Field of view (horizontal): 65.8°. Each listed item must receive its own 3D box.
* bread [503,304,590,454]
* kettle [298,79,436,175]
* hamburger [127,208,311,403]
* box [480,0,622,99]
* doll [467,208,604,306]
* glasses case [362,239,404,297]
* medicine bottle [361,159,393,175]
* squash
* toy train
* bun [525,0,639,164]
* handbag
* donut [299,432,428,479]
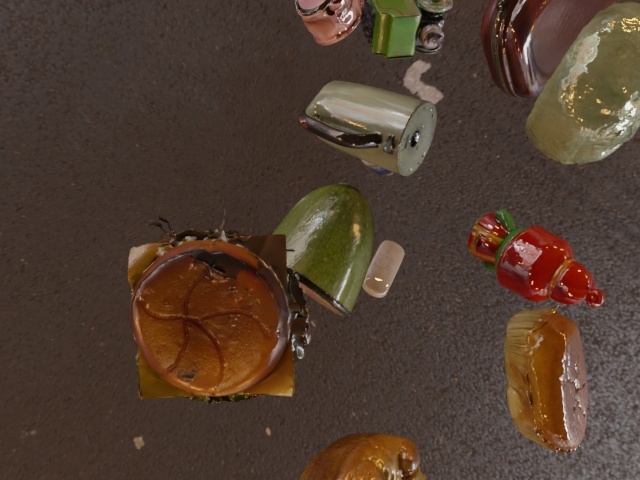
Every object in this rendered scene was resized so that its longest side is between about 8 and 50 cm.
[{"bbox_3d":[0.616,0.380,1.334,0.236,0.183,0.388,-23,101,-28],"label":"bread"},{"bbox_3d":[0.094,-0.256,1.091,0.255,0.240,0.165,28,126,27],"label":"kettle"},{"bbox_3d":[-0.131,0.089,0.646,0.244,0.138,0.261,0,98,6],"label":"hamburger"},{"bbox_3d":[0.475,-0.476,0.977,0.404,0.108,0.263,-49,138,-5],"label":"box"},{"bbox_3d":[0.529,0.057,1.234,0.160,0.363,0.182,-14,126,-37],"label":"doll"},{"bbox_3d":[0.207,0.089,1.616,0.092,0.059,0.233,31,50,4],"label":"glasses case"},{"bbox_3d":[0.211,-0.287,1.720,0.107,0.191,0.106,-2,86,20],"label":"medicine bottle"},{"bbox_3d":[0.031,0.005,1.348,0.310,0.310,0.308,37,79,-10],"label":"squash"},{"bbox_3d":[0.250,-0.691,1.505,0.249,0.173,0.307,-8,54,-8],"label":"toy train"},{"bbox_3d":[0.338,-0.178,0.586,0.118,0.195,0.195,38,91,21],"label":"bun"},{"bbox_3d":[0.022,-0.641,1.325,0.179,0.204,0.116,-23,144,27],"label":"handbag"},{"bbox_3d":[0.060,0.366,0.642,0.227,0.114,0.226,10,76,-45],"label":"donut"}]
